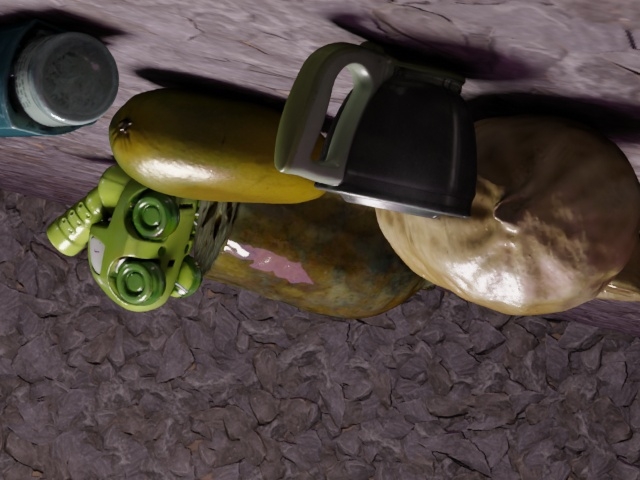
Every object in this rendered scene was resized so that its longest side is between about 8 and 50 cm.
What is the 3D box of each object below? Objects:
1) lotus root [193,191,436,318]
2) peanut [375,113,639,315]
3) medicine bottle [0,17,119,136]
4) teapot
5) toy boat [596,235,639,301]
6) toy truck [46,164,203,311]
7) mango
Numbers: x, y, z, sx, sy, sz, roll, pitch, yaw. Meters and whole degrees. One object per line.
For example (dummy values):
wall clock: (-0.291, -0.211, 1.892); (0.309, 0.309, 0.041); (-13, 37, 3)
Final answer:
lotus root: (0.009, 0.003, 1.394); (0.260, 0.149, 0.267); (15, 179, -14)
peanut: (0.113, -0.019, 0.852); (0.129, 0.129, 0.224); (15, 176, -22)
medicine bottle: (-0.242, -0.117, 0.961); (0.124, 0.079, 0.258); (16, 174, -35)
teapot: (0.042, -0.062, 0.738); (0.092, 0.090, 0.124); (11, -179, 23)
toy boat: (0.283, 0.023, 1.357); (0.116, 0.061, 0.188); (16, 176, -15)
toy truck: (-0.247, -0.022, 1.744); (0.210, 0.187, 0.148); (38, -161, 18)
mango: (-0.071, -0.074, 1.036); (0.191, 0.085, 0.122); (4, 168, -15)
